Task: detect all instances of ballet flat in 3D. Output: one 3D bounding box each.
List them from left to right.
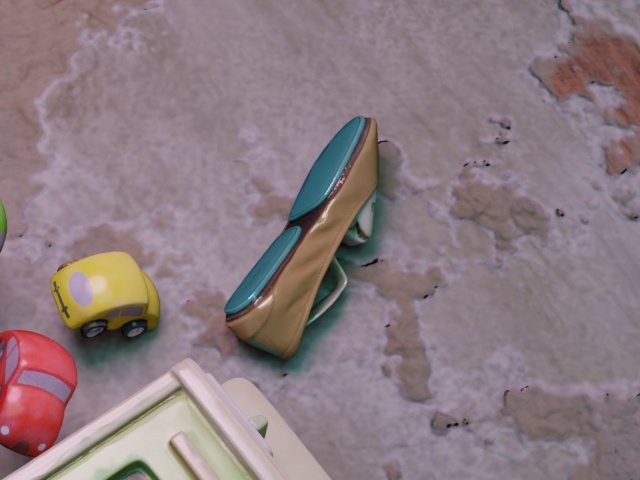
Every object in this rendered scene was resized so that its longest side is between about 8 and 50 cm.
[{"bbox_3d":[0.000,0.000,1.398,0.073,0.080,0.232,41,62,-17],"label":"ballet flat"}]

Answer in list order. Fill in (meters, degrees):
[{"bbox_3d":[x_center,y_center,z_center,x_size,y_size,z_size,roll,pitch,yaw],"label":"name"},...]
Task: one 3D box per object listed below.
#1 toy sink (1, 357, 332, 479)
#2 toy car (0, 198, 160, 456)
[{"bbox_3d":[-0.098,0.191,1.231,0.234,0.131,0.153,-32,71,-23],"label":"toy sink"},{"bbox_3d":[-0.229,0.021,1.261,0.225,0.053,0.239,47,32,-5],"label":"toy car"}]
